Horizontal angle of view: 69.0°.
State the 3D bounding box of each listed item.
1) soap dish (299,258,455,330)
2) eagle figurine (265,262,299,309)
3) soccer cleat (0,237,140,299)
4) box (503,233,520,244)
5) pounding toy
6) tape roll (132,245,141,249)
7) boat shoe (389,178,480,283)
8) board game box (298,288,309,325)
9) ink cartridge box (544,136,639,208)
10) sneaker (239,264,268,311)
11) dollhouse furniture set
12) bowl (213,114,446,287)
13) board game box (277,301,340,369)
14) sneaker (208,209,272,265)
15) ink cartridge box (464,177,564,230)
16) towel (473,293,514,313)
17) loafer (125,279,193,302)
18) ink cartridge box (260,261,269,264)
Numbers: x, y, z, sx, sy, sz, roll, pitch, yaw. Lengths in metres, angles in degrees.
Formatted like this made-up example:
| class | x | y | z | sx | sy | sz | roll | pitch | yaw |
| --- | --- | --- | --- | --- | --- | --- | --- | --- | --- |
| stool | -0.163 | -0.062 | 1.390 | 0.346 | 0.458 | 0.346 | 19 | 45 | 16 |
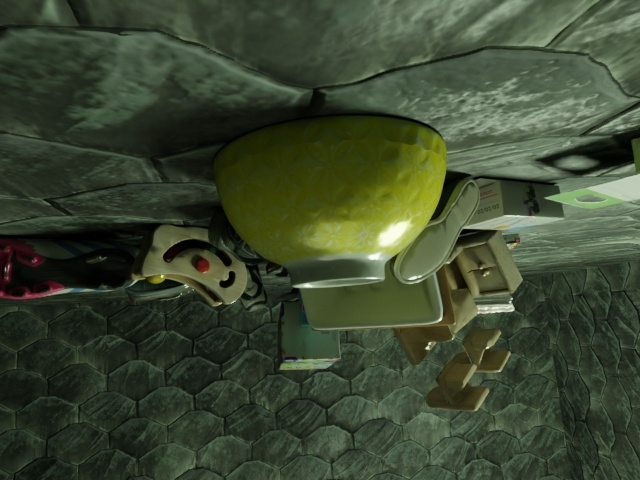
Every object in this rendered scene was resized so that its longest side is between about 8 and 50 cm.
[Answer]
| class | x | y | z | sx | sy | sz | roll | pitch | yaw |
| --- | --- | --- | --- | --- | --- | --- | --- | --- | --- |
| soap dish | 0.093 | 0.045 | 0.863 | 0.291 | 0.229 | 0.118 | -10 | -175 | 32 |
| eagle figurine | -0.017 | 0.130 | 1.301 | 0.225 | 0.298 | 0.226 | -40 | -141 | -14 |
| soccer cleat | -0.520 | 0.051 | 0.930 | 0.331 | 0.116 | 0.143 | 3 | -172 | -10 |
| box | 0.529 | 0.009 | 1.377 | 0.094 | 0.027 | 0.137 | -7 | 170 | 14 |
| pounding toy | -0.255 | 0.060 | 0.965 | 0.269 | 0.154 | 0.155 | 4 | 168 | -37 |
| tape roll | -0.422 | 0.074 | 1.215 | 0.321 | 0.077 | 0.321 | -5 | 171 | -1 |
| boat shoe | 0.157 | -0.016 | 0.682 | 0.065 | 0.075 | 0.206 | 10 | -131 | 50 |
| board game box | 0.026 | 0.088 | 1.084 | 0.160 | 0.210 | 0.047 | -9 | 169 | 25 |
| ink cartridge box | 0.454 | -0.097 | 0.631 | 0.171 | 0.056 | 0.235 | 4 | 171 | -39 |
| sneaker | -0.216 | 0.070 | 1.254 | 0.094 | 0.153 | 0.235 | -16 | -150 | -10 |
| dollhouse furniture set | 0.281 | 0.143 | 1.155 | 0.394 | 0.362 | 0.256 | -35 | -169 | -39 |
| bowl | 0.016 | -0.023 | 0.579 | 0.289 | 0.156 | 0.289 | -4 | 170 | -1 |
| board game box | -0.040 | 0.261 | 1.244 | 0.142 | 0.144 | 0.275 | 0 | 159 | -7 |
| sneaker | -0.097 | 0.006 | 0.855 | 0.130 | 0.087 | 0.227 | 13 | 171 | 17 |
| ink cartridge box | 0.301 | -0.057 | 0.782 | 0.181 | 0.061 | 0.104 | 1 | 169 | -27 |
| towel | 0.408 | 0.128 | 1.501 | 0.332 | 0.053 | 0.317 | -4 | -153 | 1 |
| loafer | -0.298 | 0.089 | 1.049 | 0.267 | 0.084 | 0.096 | -22 | -135 | -34 |
| ink cartridge box | -0.168 | 0.061 | 1.385 | 0.083 | 0.028 | 0.048 | 1 | 169 | -28 |
